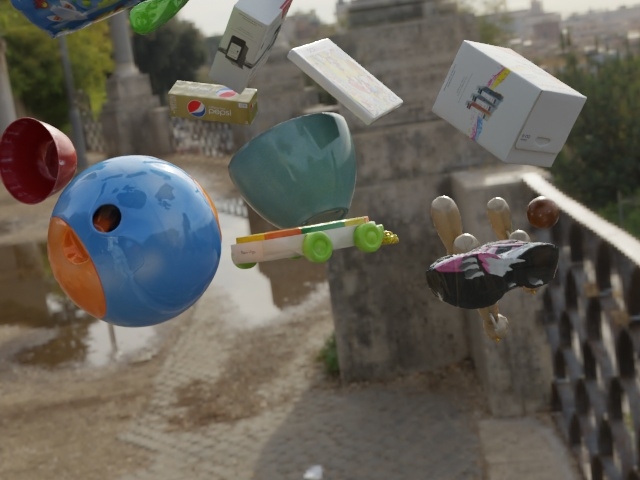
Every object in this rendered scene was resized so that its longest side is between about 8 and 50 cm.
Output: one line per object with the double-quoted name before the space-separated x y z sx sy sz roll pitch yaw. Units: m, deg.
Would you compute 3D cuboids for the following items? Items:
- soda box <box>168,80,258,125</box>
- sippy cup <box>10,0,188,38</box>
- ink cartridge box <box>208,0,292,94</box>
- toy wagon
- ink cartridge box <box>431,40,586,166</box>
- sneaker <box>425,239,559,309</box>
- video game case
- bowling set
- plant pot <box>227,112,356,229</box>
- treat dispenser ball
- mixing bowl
"soda box" -0.228 -0.292 2.145 0.181 0.058 0.061 8 38 10
"sippy cup" -0.307 -0.390 1.331 0.224 0.305 0.240 -29 24 12
"ink cartridge box" -0.107 -0.317 1.560 0.063 0.150 0.109 30 47 0
"toy wagon" 0.000 0.000 1.947 0.344 0.068 0.267 -11 3 -36
"ink cartridge box" 0.292 -0.211 1.570 0.128 0.127 0.176 -1 34 -44
"sneaker" 0.200 0.037 1.236 0.178 0.072 0.077 -5 13 -27
"video game case" 0.057 -0.344 2.165 0.026 0.227 0.206 -52 -6 27
"bowling set" 0.318 0.029 1.690 0.200 0.154 0.287 -20 41 5
"plant pot" -0.036 -0.124 2.254 0.290 0.195 0.290 -23 -16 -7
"treat dispenser ball" -0.309 0.001 1.690 0.288 0.288 0.288 -8 10 1
"mixing bowl" -0.580 -0.169 2.127 0.181 0.181 0.098 -1 6 32
